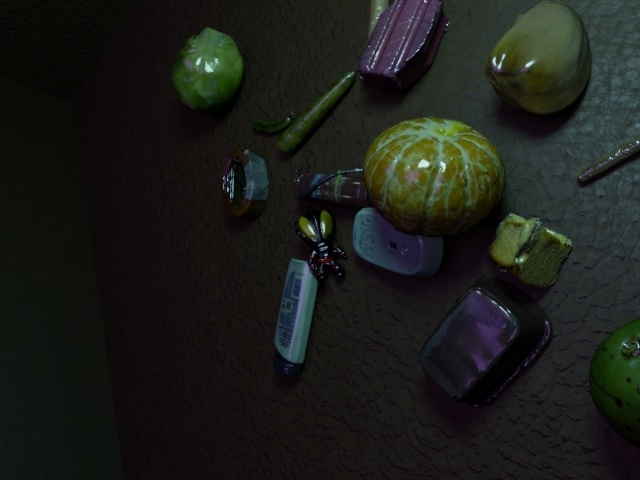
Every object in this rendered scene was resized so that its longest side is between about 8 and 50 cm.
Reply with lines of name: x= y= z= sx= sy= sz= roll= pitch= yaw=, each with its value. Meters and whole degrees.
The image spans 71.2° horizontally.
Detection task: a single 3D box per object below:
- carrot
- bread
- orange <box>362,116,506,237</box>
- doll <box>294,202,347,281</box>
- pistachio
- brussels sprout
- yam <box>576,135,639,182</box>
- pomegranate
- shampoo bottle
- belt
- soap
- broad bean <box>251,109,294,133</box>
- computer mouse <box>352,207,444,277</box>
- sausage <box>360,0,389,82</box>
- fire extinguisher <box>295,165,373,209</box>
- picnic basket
carrot: x=-0.013 y=-0.424 z=1.489 sx=0.359 sy=0.074 sz=0.074 roll=-40 pitch=59 yaw=26
bread: x=0.433 y=0.008 z=0.976 sx=0.169 sy=0.160 sz=0.140 roll=34 pitch=105 yaw=38
orange: x=0.262 y=-0.146 z=1.054 sx=0.329 sy=0.329 sz=0.249 roll=40 pitch=146 yaw=37
doll: x=0.002 y=-0.001 z=1.374 sx=0.088 sy=0.127 sz=0.248 roll=-33 pitch=65 yaw=53
pistachio: x=0.503 y=-0.410 z=0.999 sx=0.213 sy=0.163 sz=0.260 roll=35 pitch=86 yaw=-1
brussels sprout: x=-0.456 y=-0.672 z=1.773 sx=0.344 sy=0.268 sz=0.343 roll=-16 pitch=68 yaw=43
yam: x=0.613 y=-0.171 z=0.937 sx=0.145 sy=0.032 sz=0.032 roll=-36 pitch=62 yaw=32
pomegranate: x=0.605 y=0.250 z=0.756 sx=0.254 sy=0.271 sz=0.254 roll=-47 pitch=21 yaw=24
shampoo bottle: x=-0.084 y=0.241 z=1.435 sx=0.134 sy=0.078 sz=0.359 roll=11 pitch=90 yaw=46
belt: x=-0.280 y=-0.209 z=1.656 sx=0.184 sy=0.105 sz=0.261 roll=-4 pitch=80 yaw=38
soap: x=0.241 y=-0.572 z=1.249 sx=0.182 sy=0.112 sz=0.289 roll=22 pitch=92 yaw=28
broad bean: x=-0.177 y=-0.429 z=1.648 sx=0.227 sy=0.039 sz=0.069 roll=-1 pitch=89 yaw=39
computer mouse: x=0.209 y=0.002 z=1.210 sx=0.289 sy=0.097 sz=0.159 roll=22 pitch=117 yaw=48
sausage: x=0.171 y=-0.630 z=1.370 sx=0.066 sy=0.066 sz=0.300 roll=6 pitch=89 yaw=41
fire extinguisher: x=0.035 y=-0.171 z=1.386 sx=0.342 sy=0.105 sz=0.141 roll=14 pitch=76 yaw=41
picnic basket: x=0.354 y=0.229 z=1.030 sx=0.222 sy=0.129 sz=0.296 roll=47 pitch=112 yaw=36
